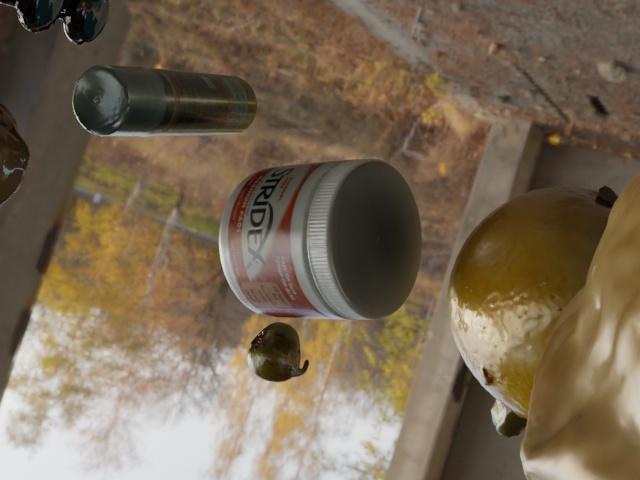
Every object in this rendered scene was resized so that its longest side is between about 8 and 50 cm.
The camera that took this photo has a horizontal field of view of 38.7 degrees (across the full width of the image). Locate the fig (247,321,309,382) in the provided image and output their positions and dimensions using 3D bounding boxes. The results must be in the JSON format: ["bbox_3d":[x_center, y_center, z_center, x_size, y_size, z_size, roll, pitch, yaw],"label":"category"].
[{"bbox_3d":[-0.057,0.171,1.316,0.098,0.082,0.084,47,-153,-17],"label":"fig"}]

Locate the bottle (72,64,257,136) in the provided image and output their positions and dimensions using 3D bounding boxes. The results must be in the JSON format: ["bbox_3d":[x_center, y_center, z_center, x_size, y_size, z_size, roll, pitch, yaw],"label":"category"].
[{"bbox_3d":[-0.181,-0.168,1.116,0.082,0.082,0.286,16,-167,23],"label":"bottle"}]

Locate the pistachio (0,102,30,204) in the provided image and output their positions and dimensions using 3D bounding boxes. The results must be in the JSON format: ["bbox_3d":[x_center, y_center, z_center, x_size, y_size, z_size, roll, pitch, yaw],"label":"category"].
[{"bbox_3d":[-0.413,-0.109,0.976,0.210,0.165,0.130,14,-159,-3],"label":"pistachio"}]

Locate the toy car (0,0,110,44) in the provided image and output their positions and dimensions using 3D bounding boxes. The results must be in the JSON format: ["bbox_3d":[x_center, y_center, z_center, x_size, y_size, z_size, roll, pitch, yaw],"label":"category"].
[{"bbox_3d":[-0.285,-0.313,0.841,0.204,0.198,0.248,27,-168,10],"label":"toy car"}]

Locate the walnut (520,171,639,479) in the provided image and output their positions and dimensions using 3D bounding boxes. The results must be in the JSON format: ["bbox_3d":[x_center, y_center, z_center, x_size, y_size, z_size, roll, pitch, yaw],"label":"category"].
[{"bbox_3d":[0.247,0.076,0.341,0.344,0.306,0.306,-4,175,2],"label":"walnut"}]

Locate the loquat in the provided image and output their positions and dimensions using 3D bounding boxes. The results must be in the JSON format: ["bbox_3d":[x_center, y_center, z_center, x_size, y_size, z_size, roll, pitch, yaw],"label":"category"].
[{"bbox_3d":[0.309,0.102,1.131,0.328,0.359,0.328,23,-156,-11],"label":"loquat"}]

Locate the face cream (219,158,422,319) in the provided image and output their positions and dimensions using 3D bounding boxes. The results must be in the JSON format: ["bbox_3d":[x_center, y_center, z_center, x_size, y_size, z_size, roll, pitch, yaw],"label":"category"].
[{"bbox_3d":[0.000,0.000,1.165,0.187,0.201,0.201,-2,164,40],"label":"face cream"}]
